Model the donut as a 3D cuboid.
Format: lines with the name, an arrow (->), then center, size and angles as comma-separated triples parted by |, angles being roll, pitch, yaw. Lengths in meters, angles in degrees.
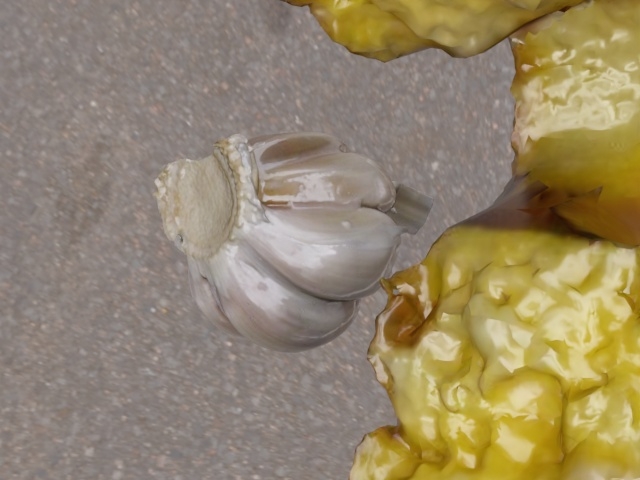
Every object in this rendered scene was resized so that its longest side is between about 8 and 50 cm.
donut -> 0.132, -0.076, 0.494 | 0.163, 0.377, 0.435 | 0, 115, 33

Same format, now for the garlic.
garlic -> 0.000, 0.000, 0.649 | 0.131, 0.194, 0.127 | -32, 73, 34
